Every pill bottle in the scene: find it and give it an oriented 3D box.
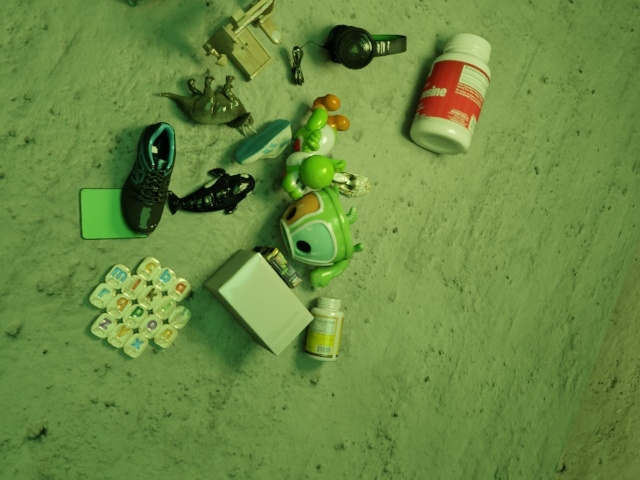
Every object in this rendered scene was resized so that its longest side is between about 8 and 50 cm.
[{"bbox_3d":[0.501,-0.549,1.984,0.229,0.229,0.407,22,82,-26],"label":"pill bottle"},{"bbox_3d":[0.017,0.306,1.842,0.117,0.117,0.214,10,88,-27],"label":"pill bottle"}]

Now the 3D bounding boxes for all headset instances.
[{"bbox_3d":[0.098,-0.630,1.792,0.395,0.243,0.185,-7,116,-12],"label":"headset"}]

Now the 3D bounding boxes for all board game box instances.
[{"bbox_3d":[-0.149,0.086,1.717,0.048,0.170,0.141,-47,112,-19],"label":"board game box"}]

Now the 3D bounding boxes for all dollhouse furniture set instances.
[{"bbox_3d":[-0.164,-0.622,1.570,0.303,0.356,0.173,-49,112,-18],"label":"dollhouse furniture set"}]

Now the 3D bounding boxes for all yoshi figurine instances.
[{"bbox_3d":[0.005,-0.292,1.721,0.204,0.203,0.361,26,67,-9],"label":"yoshi figurine"}]

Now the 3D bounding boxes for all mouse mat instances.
[{"bbox_3d":[-0.609,-0.080,1.566,0.190,0.007,0.152,-2,93,-26],"label":"mouse mat"}]

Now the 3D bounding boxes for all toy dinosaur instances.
[{"bbox_3d":[-0.331,-0.419,1.629,0.314,0.121,0.160,-1,87,-30],"label":"toy dinosaur"}]

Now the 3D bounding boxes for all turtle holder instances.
[{"bbox_3d":[-0.007,-0.018,1.775,0.228,0.320,0.243,-19,58,-11],"label":"turtle holder"}]

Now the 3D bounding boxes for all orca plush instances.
[{"bbox_3d":[-0.327,-0.154,1.651,0.288,0.102,0.151,-4,94,-27],"label":"orca plush"}]

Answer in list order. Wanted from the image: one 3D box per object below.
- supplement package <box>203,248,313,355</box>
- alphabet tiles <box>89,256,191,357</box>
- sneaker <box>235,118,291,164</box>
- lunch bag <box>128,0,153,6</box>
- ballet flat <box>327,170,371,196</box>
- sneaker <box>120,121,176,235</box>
[{"bbox_3d":[-0.198,0.193,1.693,0.175,0.178,0.293,-45,111,-18],"label":"supplement package"},{"bbox_3d":[-0.542,0.201,1.605,0.284,0.021,0.277,40,75,-23],"label":"alphabet tiles"},{"bbox_3d":[-0.177,-0.301,1.717,0.229,0.087,0.092,-40,143,-27],"label":"sneaker"},{"bbox_3d":[-0.445,-0.786,1.470,0.224,0.262,0.160,-33,107,-21],"label":"lunch bag"},{"bbox_3d":[0.092,-0.207,1.878,0.241,0.077,0.091,8,89,-28],"label":"ballet flat"},{"bbox_3d":[-0.498,-0.183,1.537,0.125,0.140,0.340,9,87,-29],"label":"sneaker"}]
